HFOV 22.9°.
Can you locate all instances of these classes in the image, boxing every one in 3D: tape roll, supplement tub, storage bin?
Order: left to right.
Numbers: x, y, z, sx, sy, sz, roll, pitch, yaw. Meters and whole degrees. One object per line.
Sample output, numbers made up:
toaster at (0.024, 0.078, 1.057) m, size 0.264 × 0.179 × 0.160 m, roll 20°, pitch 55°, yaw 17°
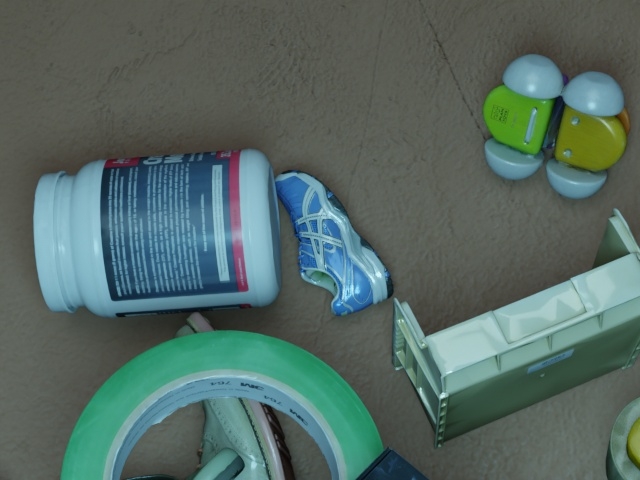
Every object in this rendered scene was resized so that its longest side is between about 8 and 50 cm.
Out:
supplement tub at (-0.188, -0.007, 1.876) m, size 0.272 × 0.191 × 0.191 m, roll -4°, pitch 65°, yaw 2°
tape roll at (-0.093, 0.251, 1.564) m, size 0.321 × 0.077 × 0.321 m, roll 1°, pitch 67°, yaw -2°
storage bin at (0.222, 0.101, 1.759) m, size 0.262 × 0.260 × 0.123 m, roll -21°, pitch 69°, yaw -6°

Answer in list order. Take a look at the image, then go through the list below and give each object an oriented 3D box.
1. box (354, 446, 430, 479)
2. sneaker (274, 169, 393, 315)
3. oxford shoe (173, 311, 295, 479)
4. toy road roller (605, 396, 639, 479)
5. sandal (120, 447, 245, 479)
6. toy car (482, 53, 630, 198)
box at (0.078, 0.305, 1.443) m, size 0.180 × 0.077 × 0.147 m, roll 40°, pitch 50°, yaw 13°
sneaker at (0.000, 0.000, 1.920) m, size 0.081 × 0.080 × 0.211 m, roll -32°, pitch 65°, yaw -14°
oxford shoe at (-0.101, 0.264, 1.776) m, size 0.147 × 0.140 × 0.397 m, roll -26°, pitch 63°, yaw 0°
toy road roller at (0.387, 0.348, 1.662) m, size 0.241 × 0.202 × 0.329 m, roll -39°, pitch 70°, yaw -7°
sandal at (-0.199, 0.294, 1.716) m, size 0.086 × 0.303 × 0.120 m, roll 46°, pitch 31°, yaw -5°
toy car at (0.294, -0.152, 1.948) m, size 0.182 × 0.159 × 0.136 m, roll 17°, pitch 33°, yaw 13°
